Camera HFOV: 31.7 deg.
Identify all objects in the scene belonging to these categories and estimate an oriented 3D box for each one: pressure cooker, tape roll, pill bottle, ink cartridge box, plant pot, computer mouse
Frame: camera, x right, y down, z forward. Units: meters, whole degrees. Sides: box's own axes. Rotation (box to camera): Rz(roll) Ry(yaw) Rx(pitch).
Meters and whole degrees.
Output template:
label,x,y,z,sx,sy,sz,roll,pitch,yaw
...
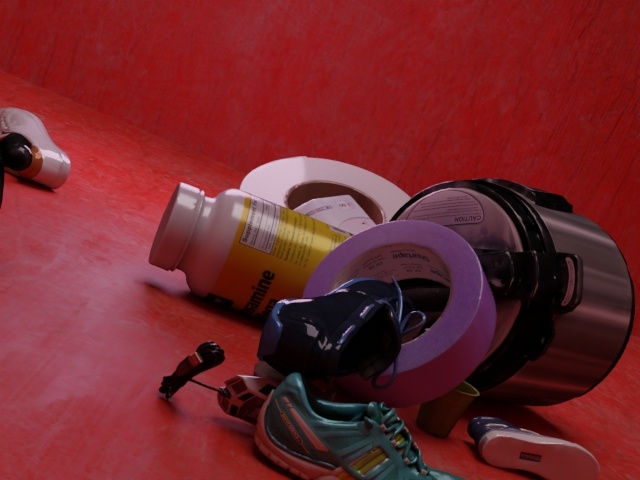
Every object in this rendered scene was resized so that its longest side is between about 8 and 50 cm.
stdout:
label,x,y,z,sx,sy,sz,roll,pitch,yaw
pressure cooker,0.289,0.090,1.906,0.420,0.370,0.375,14,33,-44
tape roll,0.022,-0.034,2.231,0.392,0.072,0.392,10,35,-7
pill bottle,-0.100,0.030,1.842,0.334,0.188,0.188,21,9,-12
ink cartridge box,0.000,0.000,2.066,0.232,0.066,0.189,-6,40,-34
plant pot,0.177,0.240,1.636,0.083,0.079,0.083,22,9,-4
tape roll,0.112,0.103,1.641,0.275,0.275,0.090,30,-20,40
computer mouse,-0.083,0.179,1.314,0.193,0.106,0.042,27,40,-18

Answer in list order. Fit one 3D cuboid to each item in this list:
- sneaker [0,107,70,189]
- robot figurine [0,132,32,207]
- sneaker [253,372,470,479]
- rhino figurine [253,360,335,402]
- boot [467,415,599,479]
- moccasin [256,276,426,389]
label,x,y,z,sx,sy,sz,roll,pitch,yaw
sneaker,-0.603,-0.199,2.203,0.123,0.106,0.290,18,11,-47
robot figurine,-0.508,-0.083,1.495,0.209,0.173,0.278,20,9,-19
sneaker,0.062,0.237,1.248,0.275,0.110,0.107,24,8,0
rhino figurine,-0.036,0.176,1.499,0.106,0.073,0.243,26,7,-2
boot,0.309,0.300,1.642,0.190,0.069,0.086,19,12,-15
moccasin,0.045,0.131,1.406,0.117,0.137,0.342,22,17,25
